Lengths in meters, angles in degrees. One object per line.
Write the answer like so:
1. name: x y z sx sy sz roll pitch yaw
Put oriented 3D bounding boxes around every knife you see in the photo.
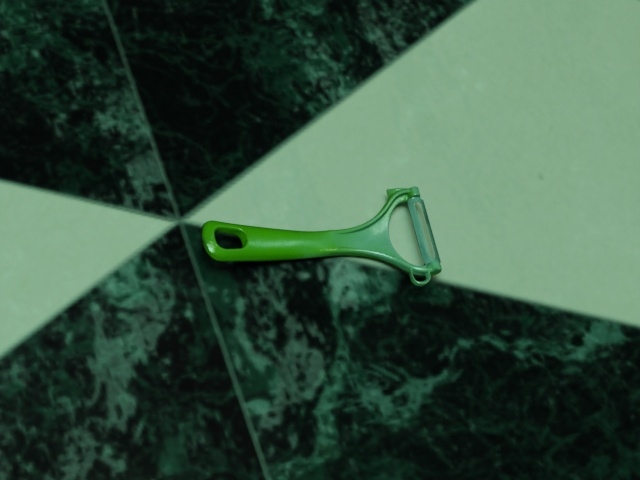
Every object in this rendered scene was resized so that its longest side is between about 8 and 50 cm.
1. knife: 0.000 0.002 1.075 0.166 0.022 0.078 -4 56 -20
